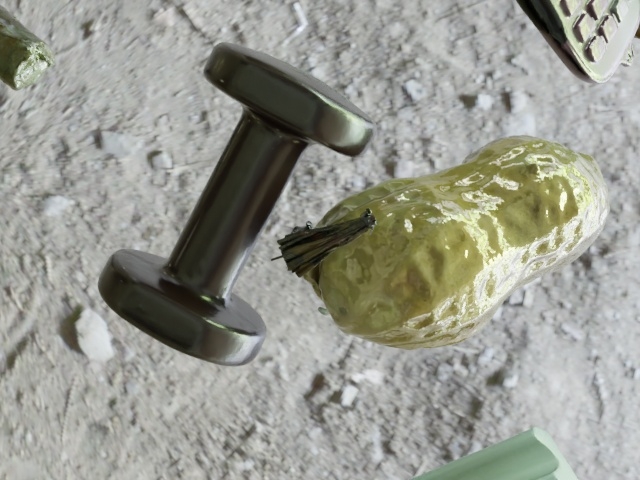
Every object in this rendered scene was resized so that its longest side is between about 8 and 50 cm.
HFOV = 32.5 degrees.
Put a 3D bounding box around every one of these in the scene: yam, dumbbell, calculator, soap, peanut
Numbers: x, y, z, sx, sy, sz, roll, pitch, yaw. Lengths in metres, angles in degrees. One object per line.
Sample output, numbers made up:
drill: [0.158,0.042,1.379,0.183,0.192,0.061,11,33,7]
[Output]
yam: [-0.406,-0.263,1.240,0.071,0.317,0.067,-46,149,-9]
dumbbell: [-0.064,-0.027,0.832,0.140,0.124,0.225,30,98,3]
calculator: [0.199,-0.271,0.951,0.294,0.043,0.194,56,45,-21]
soap: [0.145,0.331,1.193,0.289,0.095,0.173,-21,127,-4]
peanut: [0.124,-0.003,0.903,0.313,0.149,0.149,-27,102,-33]

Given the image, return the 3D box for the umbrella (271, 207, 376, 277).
umbrella: [0.001,0.001,0.737,0.083,0.020,0.031,-21,65,19]

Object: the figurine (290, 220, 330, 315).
figurine: [0.032,0.043,1.661,0.192,0.126,0.147,42,42,7]

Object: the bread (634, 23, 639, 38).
bread: [0.505,-0.412,1.341,0.398,0.398,0.215,-42,108,-11]
